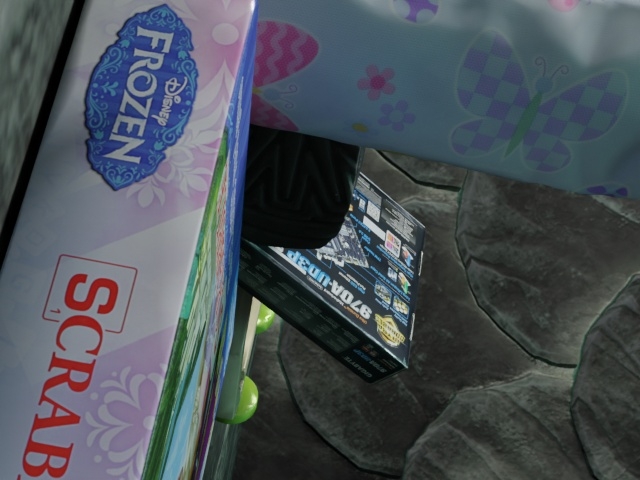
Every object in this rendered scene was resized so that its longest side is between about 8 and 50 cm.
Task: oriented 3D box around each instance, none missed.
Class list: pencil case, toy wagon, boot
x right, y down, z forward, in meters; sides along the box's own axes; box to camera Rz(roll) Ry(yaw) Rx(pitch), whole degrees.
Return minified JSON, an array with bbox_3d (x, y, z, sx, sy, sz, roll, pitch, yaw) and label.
[{"bbox_3d":[0.050,-0.102,0.641,0.113,0.273,0.124,-91,-163,-58],"label":"pencil case"},{"bbox_3d":[-0.071,0.012,1.383,0.267,0.068,0.344,101,-1,-49],"label":"toy wagon"},{"bbox_3d":[0.025,-0.268,1.116,0.367,0.146,0.445,112,-5,-46],"label":"boot"}]

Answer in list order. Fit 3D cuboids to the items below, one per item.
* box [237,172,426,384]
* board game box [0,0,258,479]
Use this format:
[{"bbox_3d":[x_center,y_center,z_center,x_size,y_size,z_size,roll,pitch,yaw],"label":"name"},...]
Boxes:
[{"bbox_3d":[0.000,0.000,1.220,0.051,0.220,0.175,-30,-145,36],"label":"box"},{"bbox_3d":[-0.091,0.111,0.558,0.318,0.066,0.317,100,1,-63],"label":"board game box"}]
